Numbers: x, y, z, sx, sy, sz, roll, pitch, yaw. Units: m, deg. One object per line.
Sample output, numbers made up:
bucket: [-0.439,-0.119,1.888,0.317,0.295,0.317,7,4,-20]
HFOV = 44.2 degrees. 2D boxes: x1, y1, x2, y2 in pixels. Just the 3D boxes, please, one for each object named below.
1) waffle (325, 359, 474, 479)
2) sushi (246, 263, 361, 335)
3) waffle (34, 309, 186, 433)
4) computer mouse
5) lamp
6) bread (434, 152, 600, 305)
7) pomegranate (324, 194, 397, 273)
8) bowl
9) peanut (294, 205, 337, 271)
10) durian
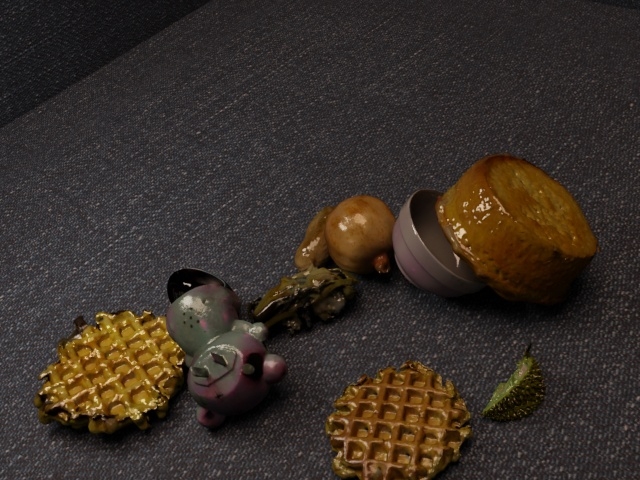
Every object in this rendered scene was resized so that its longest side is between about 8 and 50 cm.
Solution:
waffle: [0.158,0.395,1.692,0.325,0.068,0.302,-28,43,-17]
sushi: [-0.043,0.146,1.990,0.291,0.131,0.139,-25,19,-1]
waffle: [-0.497,0.317,1.948,0.380,0.095,0.382,3,42,17]
computer mouse: [-0.293,0.148,2.040,0.233,0.137,0.096,24,35,29]
lamp: [-0.237,0.251,1.809,0.247,0.247,0.301,-34,67,5]
bread: [0.456,-0.032,1.873,0.398,0.215,0.398,22,39,-19]
pomegranate: [0.110,-0.015,2.046,0.207,0.207,0.207,-8,42,7]
bowl: [0.288,0.025,1.953,0.144,0.287,0.287,-45,32,38]
peanut: [0.000,0.000,2.153,0.108,0.095,0.226,-20,34,48]
durian: [0.431,0.309,1.707,0.100,0.086,0.215,14,50,47]
